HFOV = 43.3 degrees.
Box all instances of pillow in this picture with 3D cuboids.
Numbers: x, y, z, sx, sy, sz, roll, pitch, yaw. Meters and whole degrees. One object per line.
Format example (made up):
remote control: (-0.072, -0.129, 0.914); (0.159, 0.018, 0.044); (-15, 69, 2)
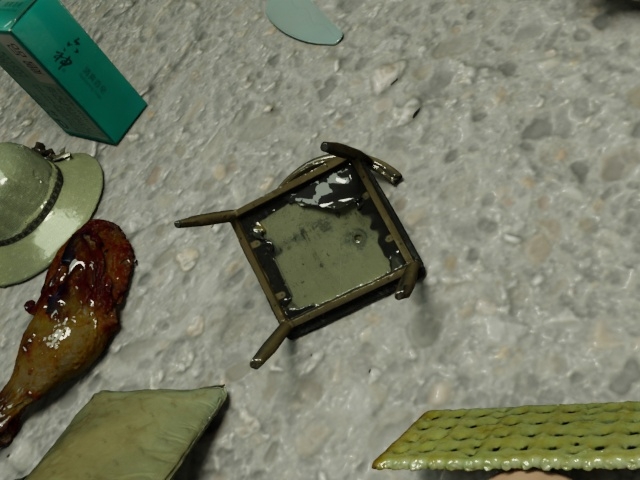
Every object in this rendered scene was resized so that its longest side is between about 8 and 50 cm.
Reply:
pillow: (-0.228, 0.239, 0.781); (0.184, 0.075, 0.302); (-7, 25, 25)

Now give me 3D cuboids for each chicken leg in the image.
chicken leg: (-0.338, 0.104, 1.032); (0.177, 0.083, 0.323); (-21, 45, 30)

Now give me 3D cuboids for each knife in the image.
knife: (-0.055, -0.378, 1.252); (0.080, 0.044, 0.331); (-32, 48, 6)

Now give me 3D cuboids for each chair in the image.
chair: (0.000, 0.000, 0.841); (0.188, 0.166, 0.272); (-27, 3, 14)

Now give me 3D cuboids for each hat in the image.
hat: (-0.465, -0.070, 1.205); (0.257, 0.130, 0.257); (-17, 48, 20)

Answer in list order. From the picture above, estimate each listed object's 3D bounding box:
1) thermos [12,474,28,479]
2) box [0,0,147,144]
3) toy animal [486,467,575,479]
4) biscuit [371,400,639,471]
thermos: (-0.381, 0.318, 0.894); (0.187, 0.083, 0.073); (-19, 26, 21)
box: (-0.402, -0.266, 1.237); (0.153, 0.245, 0.092); (15, 65, 39)
toy animal: (0.126, 0.275, 0.546); (0.165, 0.149, 0.248); (17, 60, 31)
biscuit: (0.170, 0.152, 0.633); (0.231, 0.139, 0.016); (-9, 93, 27)
